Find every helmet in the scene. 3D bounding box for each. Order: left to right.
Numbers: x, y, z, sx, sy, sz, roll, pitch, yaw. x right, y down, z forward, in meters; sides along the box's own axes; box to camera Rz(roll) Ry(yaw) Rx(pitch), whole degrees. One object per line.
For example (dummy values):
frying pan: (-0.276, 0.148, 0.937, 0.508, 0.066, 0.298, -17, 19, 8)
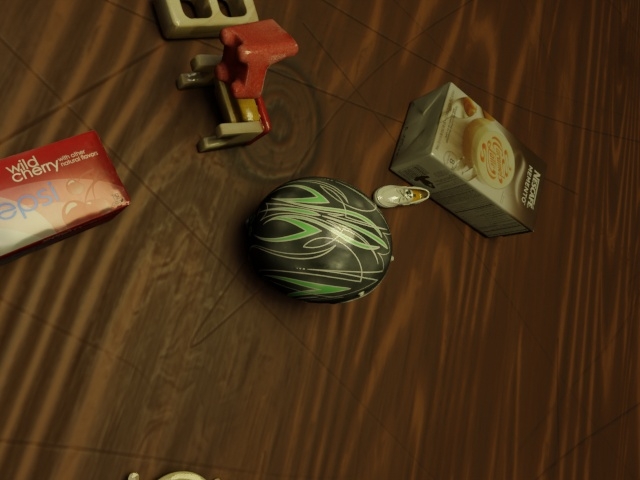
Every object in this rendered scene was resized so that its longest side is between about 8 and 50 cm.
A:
helmet: (0.000, 0.000, 0.658, 0.170, 0.162, 0.169, 6, 79, -32)

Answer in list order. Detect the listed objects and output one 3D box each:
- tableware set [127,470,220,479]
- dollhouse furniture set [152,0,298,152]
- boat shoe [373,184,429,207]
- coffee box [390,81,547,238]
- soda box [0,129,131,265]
tableware set: (-0.164, 0.350, 0.569, 0.128, 0.039, 0.194, 15, 68, -18)
dollhouse furniture set: (-0.096, -0.318, 0.625, 0.152, 0.201, 0.373, -19, 92, -34)
boat shoe: (0.128, -0.070, 0.829, 0.100, 0.035, 0.035, -1, 83, -34)
coffee box: (0.249, -0.123, 0.879, 0.247, 0.098, 0.141, 29, 68, -26)
soda box: (-0.321, -0.014, 0.493, 0.263, 0.092, 0.083, -30, 97, -33)
